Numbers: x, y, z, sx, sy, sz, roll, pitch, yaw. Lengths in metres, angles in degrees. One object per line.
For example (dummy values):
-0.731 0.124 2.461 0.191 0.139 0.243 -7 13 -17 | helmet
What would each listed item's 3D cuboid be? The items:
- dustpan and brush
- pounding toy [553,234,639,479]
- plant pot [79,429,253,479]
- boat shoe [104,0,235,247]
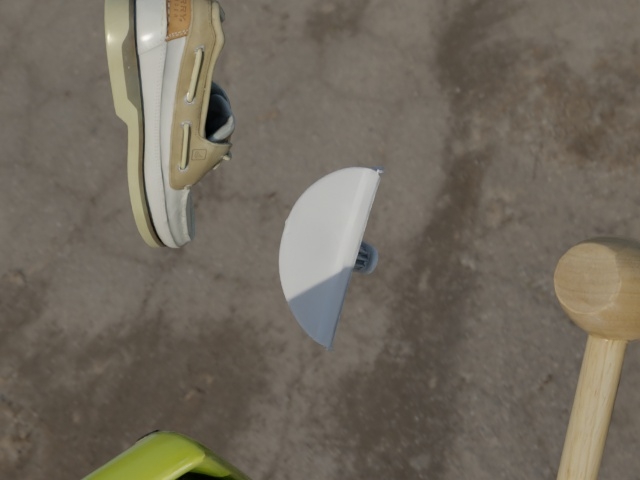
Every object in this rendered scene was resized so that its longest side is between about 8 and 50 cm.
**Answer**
0.000 0.000 0.982 0.211 0.060 0.147 24 99 59 | dustpan and brush
0.174 0.121 0.425 0.155 0.154 0.270 -34 72 33 | pounding toy
-0.084 0.246 0.645 0.227 0.228 0.207 -33 64 -2 | plant pot
-0.131 -0.100 1.102 0.103 0.302 0.113 -4 52 -3 | boat shoe
